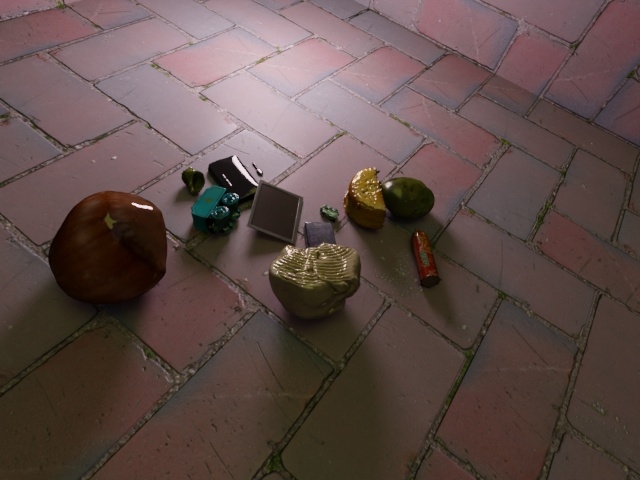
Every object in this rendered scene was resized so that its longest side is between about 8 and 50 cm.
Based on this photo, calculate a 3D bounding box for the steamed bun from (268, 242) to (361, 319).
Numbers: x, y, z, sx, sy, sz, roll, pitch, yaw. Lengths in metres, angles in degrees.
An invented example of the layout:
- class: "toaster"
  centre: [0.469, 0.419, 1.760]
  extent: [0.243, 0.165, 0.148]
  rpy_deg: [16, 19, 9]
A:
- class: "steamed bun"
  centre: [-0.016, 0.139, 1.370]
  extent: [0.276, 0.203, 0.289]
  rpy_deg: [25, 37, 17]

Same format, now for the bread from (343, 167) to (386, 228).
- class: "bread"
  centre: [0.173, -0.168, 1.674]
  extent: [0.147, 0.160, 0.260]
  rpy_deg: [-2, 60, -8]

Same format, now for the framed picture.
- class: "framed picture"
  centre: [-0.173, -0.113, 1.607]
  extent: [0.197, 0.014, 0.252]
  rpy_deg: [21, 50, -16]

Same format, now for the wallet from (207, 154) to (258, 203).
- class: "wallet"
  centre: [-0.347, -0.248, 1.678]
  extent: [0.149, 0.044, 0.250]
  rpy_deg: [-26, 64, -25]

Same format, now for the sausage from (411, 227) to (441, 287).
- class: "sausage"
  centre: [0.403, 0.055, 1.610]
  extent: [0.083, 0.083, 0.263]
  rpy_deg: [4, 51, -10]

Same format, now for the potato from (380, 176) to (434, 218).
- class: "potato"
  centre: [0.362, -0.177, 1.733]
  extent: [0.254, 0.148, 0.186]
  rpy_deg: [13, 66, -15]

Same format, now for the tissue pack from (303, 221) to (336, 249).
- class: "tissue pack"
  centre: [0.000, 0.000, 1.568]
  extent: [0.113, 0.051, 0.156]
  rpy_deg: [2, 53, -16]

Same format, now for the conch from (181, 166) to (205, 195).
- class: "conch"
  centre: [-0.496, -0.237, 1.611]
  extent: [0.089, 0.074, 0.121]
  rpy_deg: [-19, 78, 13]

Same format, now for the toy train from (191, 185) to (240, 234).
- class: "toy train"
  centre: [-0.388, -0.111, 1.527]
  extent: [0.155, 0.107, 0.197]
  rpy_deg: [17, 51, 10]

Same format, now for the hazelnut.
- class: "hazelnut"
  centre: [-0.639, 0.014, 1.256]
  extent: [0.373, 0.315, 0.372]
  rpy_deg: [-13, 44, 13]

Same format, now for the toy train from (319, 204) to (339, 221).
- class: "toy train"
  centre: [0.034, -0.112, 1.672]
  extent: [0.084, 0.033, 0.053]
  rpy_deg: [21, 55, 3]

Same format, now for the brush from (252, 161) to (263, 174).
- class: "brush"
  centre: [-0.272, -0.309, 1.764]
  extent: [0.024, 0.008, 0.083]
  rpy_deg: [-25, 62, -27]
